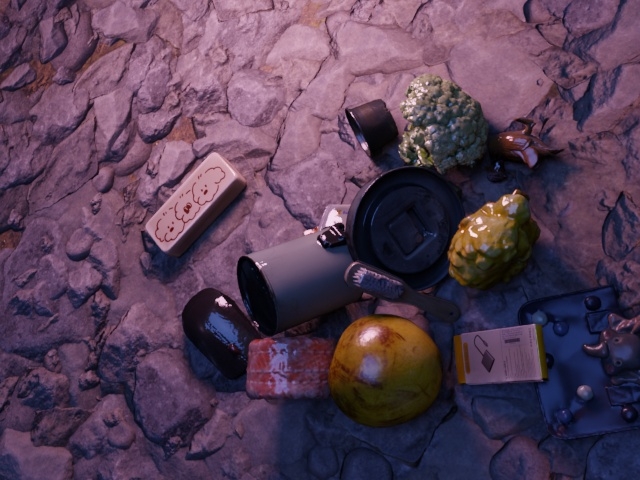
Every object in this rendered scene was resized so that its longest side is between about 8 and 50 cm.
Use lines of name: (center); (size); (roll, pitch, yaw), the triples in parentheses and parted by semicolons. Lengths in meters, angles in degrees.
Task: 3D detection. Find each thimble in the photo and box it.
thimble: (-0.072, 0.328, 1.683); (0.239, 0.239, 0.162); (-7, 77, 22)

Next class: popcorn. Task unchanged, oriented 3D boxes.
popcorn: (0.414, -0.006, 1.571); (0.192, 0.233, 0.266); (43, 120, 33)

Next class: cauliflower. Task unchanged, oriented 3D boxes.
cauliflower: (0.308, -0.292, 1.734); (0.272, 0.275, 0.250); (40, 133, 0)

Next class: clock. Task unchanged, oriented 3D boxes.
clock: (0.214, -0.027, 1.637); (0.319, 0.319, 0.066); (-64, 21, -4)

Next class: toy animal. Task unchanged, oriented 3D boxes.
toy animal: (0.519, -0.220, 1.671); (0.188, 0.089, 0.179); (23, 102, 27)

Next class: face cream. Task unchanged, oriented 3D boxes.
face cream: (0.097, -0.052, 1.812); (0.224, 0.070, 0.114); (5, 60, 29)

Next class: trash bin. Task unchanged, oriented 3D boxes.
trash bin: (-0.054, 0.102, 1.684); (0.262, 0.277, 0.217); (-18, 46, -27)

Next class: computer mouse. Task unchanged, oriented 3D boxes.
computer mouse: (-0.293, 0.261, 1.878); (0.168, 0.087, 0.295); (-48, 65, 1)

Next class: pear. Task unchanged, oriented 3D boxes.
pear: (0.157, 0.314, 1.568); (0.280, 0.281, 0.281); (-7, 72, 22)

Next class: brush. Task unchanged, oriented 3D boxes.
brush: (0.212, 0.135, 1.589); (0.070, 0.327, 0.065); (-67, 20, 2)

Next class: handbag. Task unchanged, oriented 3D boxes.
handbag: (0.610, 0.269, 1.467); (0.269, 0.118, 0.326); (-17, 71, 18)

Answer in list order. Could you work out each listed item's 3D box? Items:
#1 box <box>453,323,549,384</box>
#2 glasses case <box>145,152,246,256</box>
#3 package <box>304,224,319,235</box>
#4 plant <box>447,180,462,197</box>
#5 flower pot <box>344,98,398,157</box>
box: (0.420, 0.273, 1.535); (0.247, 0.033, 0.129); (-19, 70, 52)
glasses case: (-0.391, -0.110, 2.037); (0.336, 0.076, 0.144); (-47, 62, 5)
package: (0.000, -0.001, 1.857); (0.077, 0.033, 0.111); (-33, 60, 23)
plant: (0.328, -0.143, 1.745); (0.102, 0.051, 0.051); (34, 90, 33)
flower pot: (0.149, -0.326, 1.829); (0.107, 0.157, 0.157); (-30, 64, -1)
